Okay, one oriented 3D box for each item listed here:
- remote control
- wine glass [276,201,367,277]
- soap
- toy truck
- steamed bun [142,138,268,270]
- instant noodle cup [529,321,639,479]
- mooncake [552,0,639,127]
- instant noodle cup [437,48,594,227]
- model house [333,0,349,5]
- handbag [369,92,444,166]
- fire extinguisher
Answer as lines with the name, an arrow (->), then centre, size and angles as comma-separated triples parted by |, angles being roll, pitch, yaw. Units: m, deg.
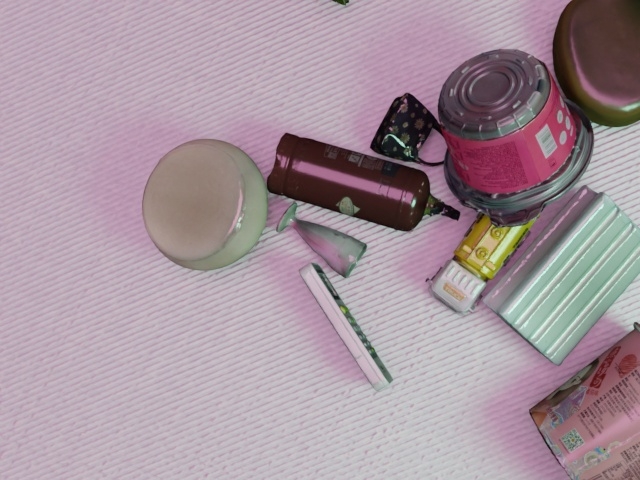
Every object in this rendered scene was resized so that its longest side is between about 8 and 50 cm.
remote control -> 0.045, 0.149, 1.695 | 0.034, 0.103, 0.250 | -34, 81, 6
wine glass -> 0.000, 0.000, 1.729 | 0.155, 0.073, 0.073 | 30, 90, 10
soap -> 0.421, 0.058, 1.636 | 0.160, 0.087, 0.265 | 40, 91, -21
toy truck -> 0.278, 0.019, 1.669 | 0.098, 0.114, 0.227 | 36, 91, 8
steamed bun -> -0.193, -0.060, 1.717 | 0.232, 0.145, 0.231 | -3, 81, 21
instant noodle cup -> 0.489, 0.294, 1.571 | 0.231, 0.243, 0.243 | -36, 82, 10
mooncake -> 0.506, -0.323, 1.668 | 0.235, 0.117, 0.234 | -1, 82, 8
instant noodle cup -> 0.302, -0.194, 1.590 | 0.258, 0.181, 0.302 | -17, 50, 16
model house -> -0.026, -0.578, 1.713 | 0.294, 0.207, 0.154 | 40, 88, 8
handbag -> 0.174, -0.184, 1.725 | 0.139, 0.072, 0.115 | 28, 85, -6
fire extinguisher -> 0.080, -0.091, 1.695 | 0.337, 0.135, 0.114 | 16, 100, 7
